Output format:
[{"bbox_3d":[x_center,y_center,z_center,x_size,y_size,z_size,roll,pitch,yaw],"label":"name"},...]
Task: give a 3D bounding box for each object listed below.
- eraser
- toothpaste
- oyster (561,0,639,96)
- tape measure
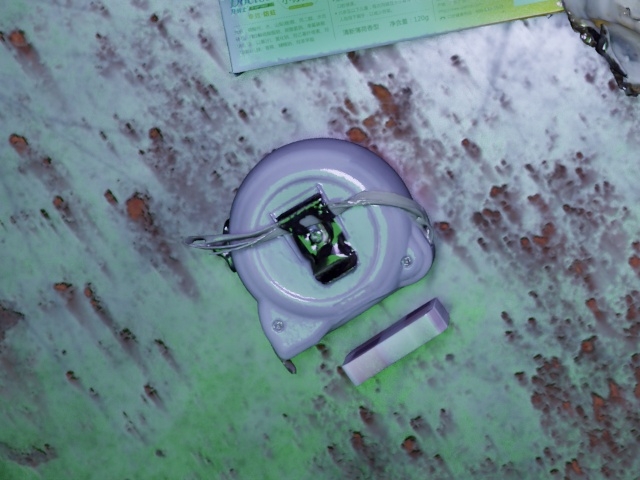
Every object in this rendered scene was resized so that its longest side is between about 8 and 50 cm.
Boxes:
[{"bbox_3d":[0.071,0.095,1.600,0.105,0.065,0.026,-34,92,11],"label":"eraser"},{"bbox_3d":[0.064,-0.218,1.548,0.313,0.071,0.089,-9,100,10],"label":"toothpaste"},{"bbox_3d":[0.313,-0.216,1.502,0.214,0.083,0.222,19,78,-13],"label":"oyster"},{"bbox_3d":[-0.004,-0.001,1.576,0.196,0.105,0.178,-38,91,14],"label":"tape measure"}]
